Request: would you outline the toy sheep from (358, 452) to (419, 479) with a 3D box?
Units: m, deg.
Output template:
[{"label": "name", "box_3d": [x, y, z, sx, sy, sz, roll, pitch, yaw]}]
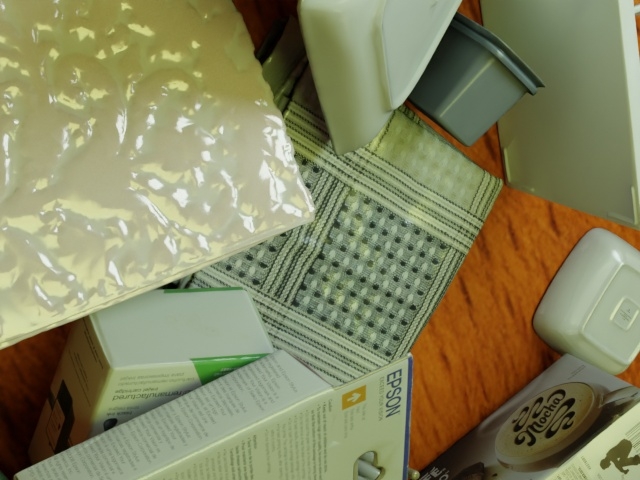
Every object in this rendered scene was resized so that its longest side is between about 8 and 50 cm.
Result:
[{"label": "toy sheep", "box_3d": [0.049, 0.242, 1.451, 0.091, 0.091, 0.132, 34, 78, -34]}]

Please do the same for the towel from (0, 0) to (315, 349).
[{"label": "towel", "box_3d": [-0.197, -0.113, 1.151, 0.317, 0.053, 0.332, -22, 94, -23]}]

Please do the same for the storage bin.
[{"label": "storage bin", "box_3d": [0.131, -0.147, 1.354, 0.091, 0.135, 0.098, -48, 124, 5]}]

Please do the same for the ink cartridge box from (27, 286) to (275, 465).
[{"label": "ink cartridge box", "box_3d": [-0.148, 0.141, 1.248, 0.153, 0.087, 0.208, -2, 136, -30]}]

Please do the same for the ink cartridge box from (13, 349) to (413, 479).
[{"label": "ink cartridge box", "box_3d": [-0.080, 0.237, 1.268, 0.330, 0.071, 0.324, -24, 143, -19]}]

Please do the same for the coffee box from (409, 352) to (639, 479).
[{"label": "coffee box", "box_3d": [0.204, 0.265, 1.478, 0.297, 0.168, 0.119, -37, 109, -9]}]

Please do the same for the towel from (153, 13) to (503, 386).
[{"label": "towel", "box_3d": [0.000, 0.000, 1.362, 0.324, 0.056, 0.312, 33, 88, -33]}]

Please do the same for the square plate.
[{"label": "square plate", "box_3d": [0.095, -0.258, 1.182, 0.347, 0.049, 0.344, -61, 168, -11]}]

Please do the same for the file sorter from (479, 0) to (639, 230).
[{"label": "file sorter", "box_3d": [0.285, -0.185, 1.392, 0.173, 0.193, 0.278, -23, 116, -26]}]

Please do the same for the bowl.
[{"label": "bowl", "box_3d": [0.312, 0.072, 1.573, 0.142, 0.053, 0.142, 34, 86, -33]}]

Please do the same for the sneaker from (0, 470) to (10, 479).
[{"label": "sneaker", "box_3d": [-0.273, 0.232, 1.283, 0.073, 0.063, 0.162, -42, 129, -32]}]
